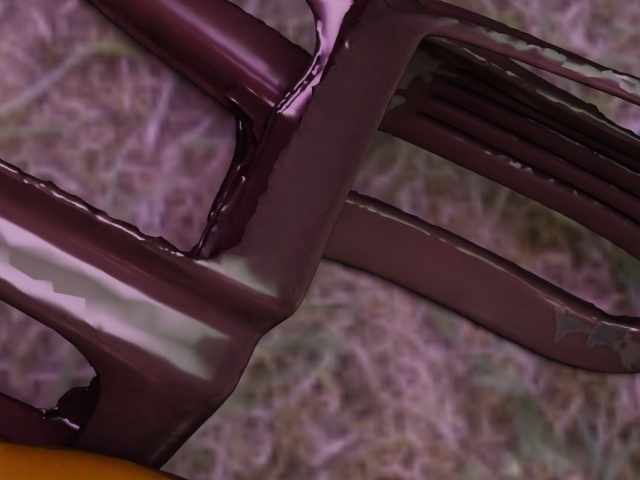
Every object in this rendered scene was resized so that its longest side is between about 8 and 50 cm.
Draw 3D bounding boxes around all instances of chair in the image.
[{"bbox_3d":[0.000,0.000,0.488,0.326,0.175,0.183,30,62,-5],"label":"chair"}]

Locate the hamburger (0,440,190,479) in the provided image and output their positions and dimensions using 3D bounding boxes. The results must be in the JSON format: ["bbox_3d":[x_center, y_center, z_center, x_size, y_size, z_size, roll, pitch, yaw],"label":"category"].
[{"bbox_3d":[-0.088,0.193,0.393,0.300,0.176,0.300,8,49,-9],"label":"hamburger"}]
